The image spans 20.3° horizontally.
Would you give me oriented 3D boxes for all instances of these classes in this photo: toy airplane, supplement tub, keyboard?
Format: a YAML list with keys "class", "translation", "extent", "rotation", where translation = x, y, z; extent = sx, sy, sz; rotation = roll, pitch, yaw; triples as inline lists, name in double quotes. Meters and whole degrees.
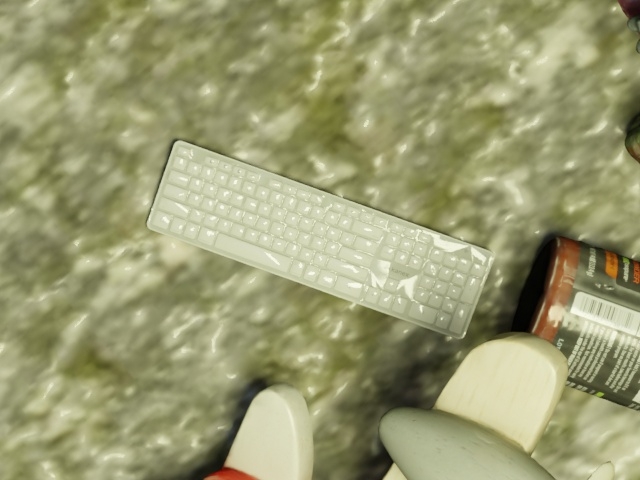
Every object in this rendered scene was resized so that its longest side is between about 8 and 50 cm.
- class: "toy airplane"
  translation: [0.050, 0.277, 1.234]
  extent: [0.384, 0.272, 0.386]
  rotation: [-17, 108, 20]
- class: "supplement tub"
  translation: [0.245, 0.075, 1.310]
  extent: [0.198, 0.106, 0.106]
  rotation: [19, 93, -3]
- class: "keyboard"
  translation: [0.000, 0.000, 1.346]
  extent: [0.256, 0.014, 0.072]
  rotation: [20, 93, -2]

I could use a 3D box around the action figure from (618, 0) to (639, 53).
- class: "action figure"
  translation: [0.359, -0.262, 1.203]
  extent: [0.370, 0.276, 0.248]
  rotation: [-19, 93, -2]

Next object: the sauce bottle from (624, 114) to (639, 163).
- class: "sauce bottle"
  translation: [0.373, 0.017, 1.304]
  extent: [0.111, 0.111, 0.344]
  rotation: [-44, 92, 2]
